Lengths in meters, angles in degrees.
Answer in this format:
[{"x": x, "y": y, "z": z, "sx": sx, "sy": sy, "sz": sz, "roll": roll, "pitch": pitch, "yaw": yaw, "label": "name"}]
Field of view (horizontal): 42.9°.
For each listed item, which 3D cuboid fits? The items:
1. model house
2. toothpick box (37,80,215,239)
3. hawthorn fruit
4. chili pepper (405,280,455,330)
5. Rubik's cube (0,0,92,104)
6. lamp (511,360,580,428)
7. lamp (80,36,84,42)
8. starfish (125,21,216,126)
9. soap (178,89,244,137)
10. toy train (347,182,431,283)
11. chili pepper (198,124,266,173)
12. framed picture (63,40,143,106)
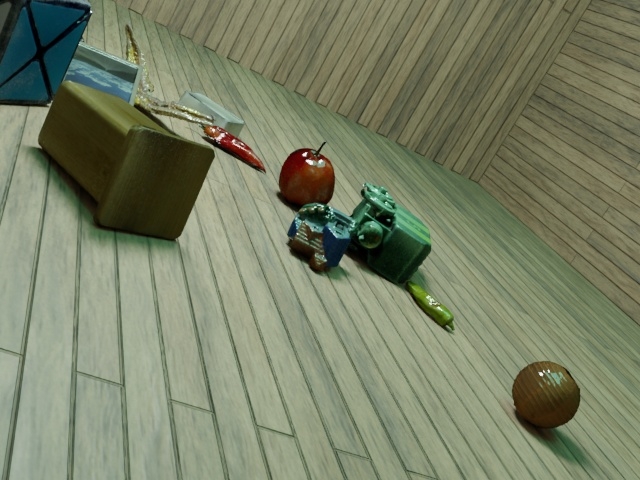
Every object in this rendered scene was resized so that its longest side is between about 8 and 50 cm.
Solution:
[{"x": 0.000, "y": 0.000, "z": 1.809, "sx": 0.148, "sy": 0.119, "sz": 0.149, "roll": 29, "pitch": 24, "yaw": -5, "label": "model house"}, {"x": -0.378, "y": -0.163, "z": 1.521, "sx": 0.187, "sy": 0.190, "sz": 0.308, "roll": 10, "pitch": 20, "yaw": -49, "label": "toothpick box"}, {"x": -0.027, "y": -0.178, "z": 2.146, "sx": 0.157, "sy": 0.194, "sz": 0.157, "roll": 18, "pitch": 24, "yaw": -8, "label": "hawthorn fruit"}, {"x": 0.251, "y": 0.141, "z": 1.931, "sx": 0.049, "sy": 0.043, "sz": 0.208, "roll": 3, "pitch": 28, "yaw": -33, "label": "chili pepper"}, {"x": -0.684, "y": -0.451, "z": 1.717, "sx": 0.255, "sy": 0.259, "sz": 0.260, "roll": 33, "pitch": 20, "yaw": 14, "label": "Rubik's cube"}, {"x": 0.444, "y": 0.305, "z": 1.609, "sx": 0.136, "sy": 0.136, "sz": 0.136, "roll": 28, "pitch": 16, "yaw": -9, "label": "lamp"}, {"x": -0.751, "y": -0.571, "z": 2.049, "sx": 0.314, "sy": 0.182, "sz": 0.182, "roll": 17, "pitch": 19, "yaw": -14, "label": "lamp"}, {"x": -0.518, "y": -0.434, "z": 2.189, "sx": 0.384, "sy": 0.132, "sz": 0.398, "roll": 8, "pitch": 40, "yaw": -34, "label": "starfish"}, {"x": -0.332, "y": -0.382, "z": 2.464, "sx": 0.183, "sy": 0.064, "sz": 0.121, "roll": 35, "pitch": 16, "yaw": 16, "label": "soap"}, {"x": 0.167, "y": -0.024, "z": 2.078, "sx": 0.238, "sy": 0.167, "sz": 0.299, "roll": 34, "pitch": 16, "yaw": -5, "label": "toy train"}, {"x": -0.257, "y": -0.274, "z": 2.295, "sx": 0.268, "sy": 0.050, "sz": 0.059, "roll": 32, "pitch": 0, "yaw": 5, "label": "chili pepper"}, {"x": -0.547, "y": -0.394, "z": 2.023, "sx": 0.189, "sy": 0.023, "sz": 0.260, "roll": 20, "pitch": 38, "yaw": -19, "label": "framed picture"}]
